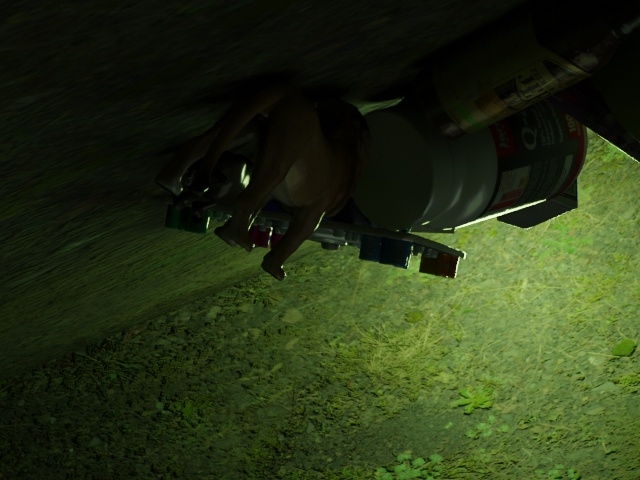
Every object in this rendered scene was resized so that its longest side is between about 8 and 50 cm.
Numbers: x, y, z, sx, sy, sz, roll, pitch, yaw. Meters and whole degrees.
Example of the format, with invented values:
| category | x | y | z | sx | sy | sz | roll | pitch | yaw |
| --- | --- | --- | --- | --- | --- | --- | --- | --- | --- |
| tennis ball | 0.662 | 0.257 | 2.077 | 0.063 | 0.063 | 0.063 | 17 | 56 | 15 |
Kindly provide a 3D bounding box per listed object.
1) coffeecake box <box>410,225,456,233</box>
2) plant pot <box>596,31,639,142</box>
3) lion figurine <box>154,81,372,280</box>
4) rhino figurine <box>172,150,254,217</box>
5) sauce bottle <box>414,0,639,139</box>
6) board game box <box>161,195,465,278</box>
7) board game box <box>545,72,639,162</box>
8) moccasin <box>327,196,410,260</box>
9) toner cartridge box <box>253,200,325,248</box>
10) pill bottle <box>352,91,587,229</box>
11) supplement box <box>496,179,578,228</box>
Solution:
| category | x | y | z | sx | sy | sz | roll | pitch | yaw |
| --- | --- | --- | --- | --- | --- | --- | --- | --- | --- |
| coffeecake box | 0.206 | -0.083 | 2.432 | 0.185 | 0.068 | 0.142 | 3 | -141 | 31 |
| plant pot | 0.525 | -0.274 | 1.464 | 0.274 | 0.275 | 0.293 | -20 | 163 | -18 |
| lion figurine | -0.040 | -0.098 | 1.383 | 0.240 | 0.142 | 0.392 | -54 | 170 | -4 |
| rhino figurine | -0.143 | -0.083 | 1.541 | 0.106 | 0.073 | 0.243 | -18 | 175 | 8 |
| sauce bottle | 0.279 | -0.237 | 1.471 | 0.344 | 0.111 | 0.111 | -26 | 174 | 35 |
| board game box | 0.000 | 0.000 | 1.866 | 0.389 | 0.050 | 0.390 | 9 | 179 | 19 |
| board game box | 0.456 | -0.184 | 1.696 | 0.208 | 0.347 | 0.056 | -22 | 141 | -41 |
| moccasin | 0.097 | -0.051 | 2.110 | 0.116 | 0.138 | 0.342 | -34 | 150 | 15 |
| toner cartridge box | 0.023 | -0.084 | 2.268 | 0.347 | 0.075 | 0.165 | -20 | 175 | -22 |
| pill bottle | 0.219 | -0.131 | 1.772 | 0.363 | 0.210 | 0.210 | -16 | 173 | -44 |
| supplement box | 0.364 | -0.154 | 2.008 | 0.073 | 0.240 | 0.130 | 16 | 155 | -29 |
